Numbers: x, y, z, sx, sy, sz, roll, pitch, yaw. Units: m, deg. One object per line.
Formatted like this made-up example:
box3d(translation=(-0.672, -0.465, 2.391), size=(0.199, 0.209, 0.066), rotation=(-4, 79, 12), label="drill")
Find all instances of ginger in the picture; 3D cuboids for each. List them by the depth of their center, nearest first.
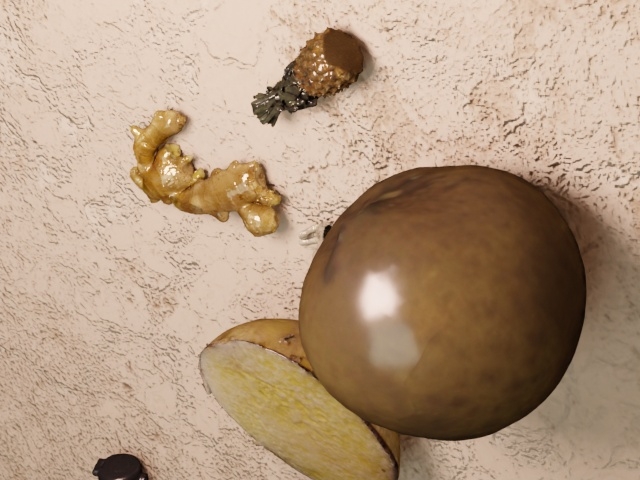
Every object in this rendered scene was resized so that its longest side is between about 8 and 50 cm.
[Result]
box3d(translation=(-0.146, -0.075, 2.074), size=(0.176, 0.052, 0.193), rotation=(-22, 100, 41), label="ginger")

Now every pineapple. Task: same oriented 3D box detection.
box3d(translation=(-0.019, -0.176, 1.906), size=(0.074, 0.074, 0.159), rotation=(49, 138, -7), label="pineapple")

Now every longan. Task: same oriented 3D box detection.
box3d(translation=(0.127, 0.066, 1.810), size=(0.319, 0.319, 0.319), rotation=(17, 129, 22), label="longan")

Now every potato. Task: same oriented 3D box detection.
box3d(translation=(-0.013, 0.188, 2.133), size=(0.299, 0.116, 0.239), rotation=(46, 141, -19), label="potato")

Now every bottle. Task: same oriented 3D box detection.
box3d(translation=(-0.285, 0.415, 2.499), size=(0.082, 0.072, 0.244), rotation=(10, 127, 13), label="bottle")

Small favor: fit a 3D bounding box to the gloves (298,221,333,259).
box3d(translation=(0.002, 0.000, 2.036), size=(0.081, 0.037, 0.044), rotation=(-6, 82, 53), label="gloves")
